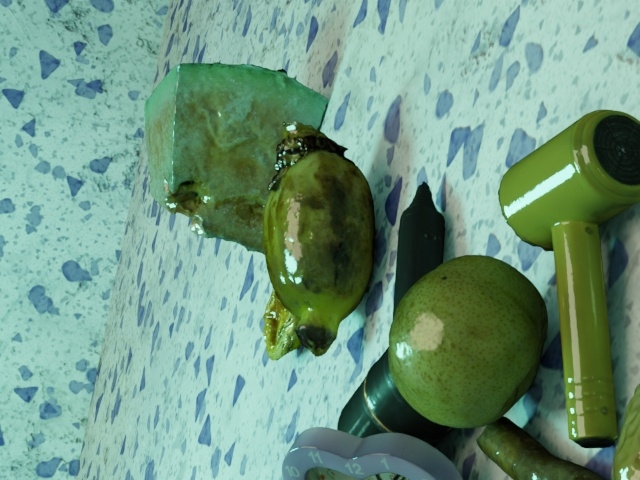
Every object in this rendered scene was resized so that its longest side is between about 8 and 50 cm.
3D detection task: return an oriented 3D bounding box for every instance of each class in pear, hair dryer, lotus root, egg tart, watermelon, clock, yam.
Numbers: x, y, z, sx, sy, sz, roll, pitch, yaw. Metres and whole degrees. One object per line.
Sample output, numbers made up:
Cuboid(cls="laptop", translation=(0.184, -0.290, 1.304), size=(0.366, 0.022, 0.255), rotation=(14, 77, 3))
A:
Cuboid(cls="pear", translation=(0.135, 0.092, 1.169), size=(0.167, 0.136, 0.167), rotation=(-48, -20, -24))
Cuboid(cls="hair dryer", translation=(0.103, 0.080, 1.413), size=(0.189, 0.107, 0.352), rotation=(121, 162, -47))
Cuboid(cls="lotus root", translation=(0.000, 0.000, 1.668), size=(0.169, 0.141, 0.314), rotation=(141, 130, -65))
Cuboid(cls="hair dryer", translation=(0.230, 0.035, 1.082), size=(0.135, 0.090, 0.279), rotation=(142, 132, -58))
Cuboid(cls="egg tart", translation=(-0.047, 0.116, 1.860), size=(0.130, 0.052, 0.130), rotation=(-167, 90, -70))
Cuboid(cls="watermelon", translation=(-0.154, -0.147, 2.037), size=(0.151, 0.264, 0.302), rotation=(-134, 56, -69))
Cuboid(cls="clock", translation=(0.066, 0.258, 1.298), size=(0.198, 0.172, 0.064), rotation=(-2, 36, 35))
Cuboid(cls="yam", translation=(0.213, 0.211, 1.049), size=(0.045, 0.045, 0.327), rotation=(65, 169, -16))

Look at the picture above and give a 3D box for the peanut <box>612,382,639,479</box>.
Cuboid(cls="peanut", translation=(0.251, 0.187, 0.856), size=(0.095, 0.108, 0.226), rotation=(-42, 40, 51))
